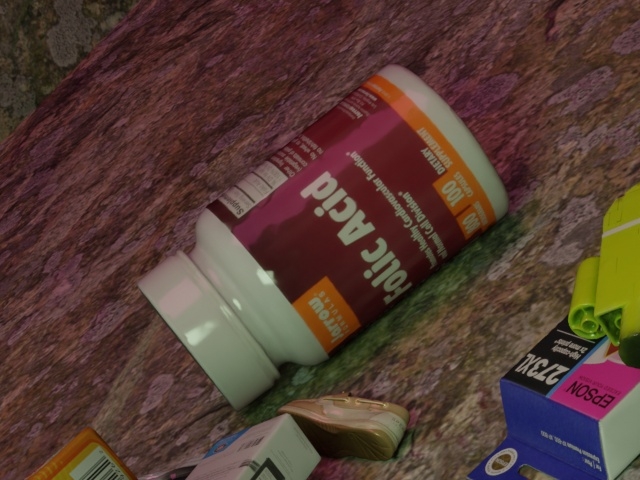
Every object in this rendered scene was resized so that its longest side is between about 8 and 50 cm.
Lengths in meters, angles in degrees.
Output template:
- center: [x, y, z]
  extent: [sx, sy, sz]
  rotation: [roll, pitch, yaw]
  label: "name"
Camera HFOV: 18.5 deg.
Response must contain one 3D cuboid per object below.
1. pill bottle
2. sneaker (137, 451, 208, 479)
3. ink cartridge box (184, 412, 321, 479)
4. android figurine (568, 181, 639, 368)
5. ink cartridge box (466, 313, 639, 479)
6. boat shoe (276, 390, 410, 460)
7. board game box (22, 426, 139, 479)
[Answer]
- center: [0.000, 0.000, 2.230]
  extent: [0.392, 0.224, 0.224]
  rotation: [-39, 23, -5]
  label: "pill bottle"
- center: [-0.136, 0.300, 2.004]
  extent: [0.268, 0.101, 0.153]
  rotation: [-28, 22, 12]
  label: "sneaker"
- center: [-0.088, 0.248, 1.851]
  extent: [0.104, 0.060, 0.180]
  rotation: [-24, 16, 38]
  label: "ink cartridge box"
- center: [0.340, 0.006, 1.806]
  extent: [0.248, 0.056, 0.273]
  rotation: [-25, 27, 26]
  label: "android figurine"
- center: [0.295, 0.102, 1.841]
  extent: [0.371, 0.069, 0.176]
  rotation: [-45, 25, -13]
  label: "ink cartridge box"
- center: [0.027, 0.188, 2.051]
  extent: [0.170, 0.063, 0.059]
  rotation: [7, 45, 45]
  label: "boat shoe"
- center: [-0.227, 0.419, 1.392]
  extent: [0.356, 0.356, 0.356]
  rotation: [-41, 1, 19]
  label: "board game box"
